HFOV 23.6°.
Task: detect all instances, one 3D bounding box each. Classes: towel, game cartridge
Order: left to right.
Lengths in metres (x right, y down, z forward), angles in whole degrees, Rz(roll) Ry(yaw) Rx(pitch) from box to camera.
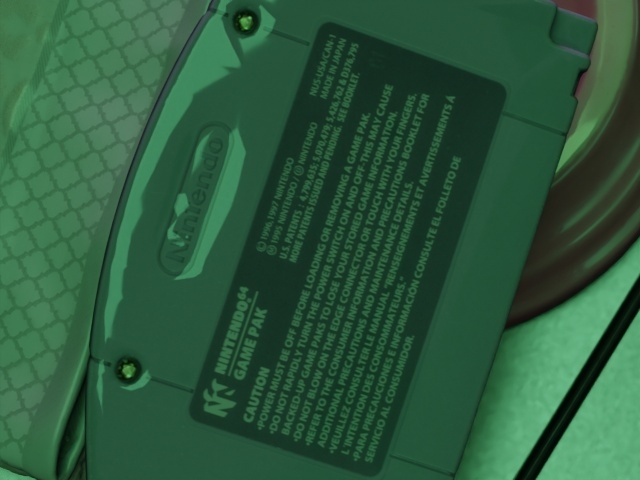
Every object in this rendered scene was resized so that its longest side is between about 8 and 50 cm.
[{"bbox_3d":[-0.209,-0.061,0.850,0.317,0.053,0.332,17,84,24],"label":"towel"},{"bbox_3d":[0.000,0.000,0.750,0.198,0.062,0.297,19,88,-3],"label":"game cartridge"}]

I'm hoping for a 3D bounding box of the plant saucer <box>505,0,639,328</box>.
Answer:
[{"bbox_3d":[0.048,-0.111,0.861,0.332,0.084,0.332,-2,75,7],"label":"plant saucer"}]
